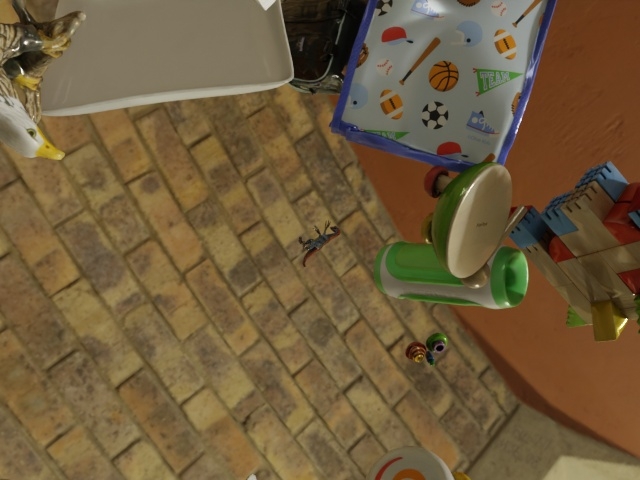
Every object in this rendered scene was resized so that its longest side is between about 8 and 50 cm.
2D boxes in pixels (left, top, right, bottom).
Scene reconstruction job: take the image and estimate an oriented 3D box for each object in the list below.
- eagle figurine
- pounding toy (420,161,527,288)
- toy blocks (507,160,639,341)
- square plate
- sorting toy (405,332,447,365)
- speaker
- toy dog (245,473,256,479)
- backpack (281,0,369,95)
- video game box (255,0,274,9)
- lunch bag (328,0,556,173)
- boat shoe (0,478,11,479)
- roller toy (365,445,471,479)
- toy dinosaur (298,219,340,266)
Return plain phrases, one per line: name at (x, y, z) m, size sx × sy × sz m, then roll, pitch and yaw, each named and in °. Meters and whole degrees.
eagle figurine at (-0.334, -0.121, 0.558) m, size 0.225 × 0.298 × 0.226 m, roll 12°, pitch -52°, yaw 20°
pounding toy at (0.219, -0.036, 1.030) m, size 0.110 × 0.183 × 0.237 m, roll 25°, pitch -6°, yaw 36°
toy blocks at (0.478, -0.003, 1.042) m, size 0.261 × 0.191 × 0.381 m, roll 47°, pitch -25°, yaw -6°
square plate at (-0.222, -0.302, 0.946) m, size 0.049 × 0.344 × 0.347 m, roll 85°, pitch -3°, yaw -50°
sorting toy at (0.242, 0.250, 1.442) m, size 0.042 × 0.102 × 0.061 m, roll -109°, pitch 180°, yaw -60°
speaker at (0.255, 0.066, 1.299) m, size 0.296 × 0.131 × 0.131 m, roll 2°, pitch -55°, yaw 42°
toy dog at (-0.188, 0.418, 0.940) m, size 0.161 × 0.220 × 0.333 m, roll 66°, pitch 10°, yaw 17°
backpack at (-0.001, -0.426, 1.398) m, size 0.253 × 0.191 × 0.225 m, roll 15°, pitch -91°, yaw 41°
video game box at (-0.048, -0.315, 0.490) m, size 0.205 × 0.187 × 0.048 m, roll 48°, pitch 5°, yaw 6°
lunch bag at (0.220, -0.323, 1.185) m, size 0.327 × 0.385 × 0.239 m, roll 17°, pitch -13°, yaw 4°
boat shoe at (-0.411, 0.449, 0.777) m, size 0.123 × 0.116 × 0.324 m, roll 49°, pitch 8°, yaw -31°
roller toy at (0.198, 0.544, 1.357) m, size 0.191 × 0.209 × 0.146 m, roll 25°, pitch -24°, yaw 36°
toy dinosaur at (0.000, 0.000, 1.244) m, size 0.047 × 0.082 × 0.090 m, roll -148°, pitch -123°, yaw -64°
